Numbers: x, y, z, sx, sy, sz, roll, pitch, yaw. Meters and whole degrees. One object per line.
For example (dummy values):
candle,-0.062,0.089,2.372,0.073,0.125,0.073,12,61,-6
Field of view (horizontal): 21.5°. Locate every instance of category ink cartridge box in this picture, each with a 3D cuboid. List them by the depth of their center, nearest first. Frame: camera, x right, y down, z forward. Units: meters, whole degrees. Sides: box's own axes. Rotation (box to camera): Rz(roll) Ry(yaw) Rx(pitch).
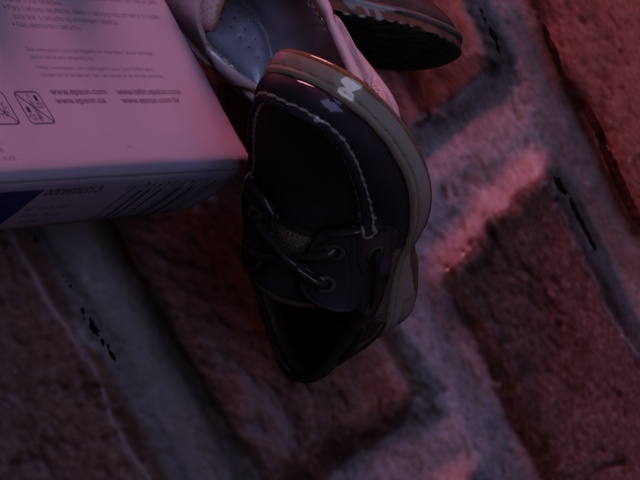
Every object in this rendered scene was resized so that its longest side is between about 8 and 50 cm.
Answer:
ink cartridge box,-0.212,-0.157,0.876,0.324,0.071,0.330,-8,66,-61

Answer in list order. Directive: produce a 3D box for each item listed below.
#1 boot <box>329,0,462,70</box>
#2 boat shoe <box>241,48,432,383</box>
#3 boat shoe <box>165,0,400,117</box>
boot,0.021,-0.234,1.149,0.190,0.076,0.208,17,65,-29
boat shoe,0.000,0.000,0.981,0.103,0.285,0.092,29,67,17
boat shoe,-0.051,-0.155,1.022,0.098,0.096,0.277,-45,88,-2
